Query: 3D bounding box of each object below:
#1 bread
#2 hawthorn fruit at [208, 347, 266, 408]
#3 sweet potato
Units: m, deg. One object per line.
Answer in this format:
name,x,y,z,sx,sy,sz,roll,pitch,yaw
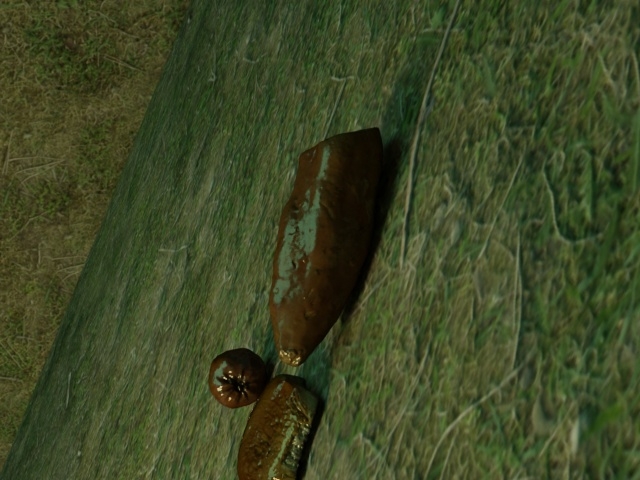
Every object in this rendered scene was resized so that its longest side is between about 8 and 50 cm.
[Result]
bread,-0.046,0.195,1.206,0.129,0.044,0.126,-69,19,-4
hawthorn fruit,-0.093,0.150,1.371,0.103,0.067,0.066,-131,61,-84
sweet potato,0.000,0.000,1.191,0.097,0.097,0.251,-14,57,69
